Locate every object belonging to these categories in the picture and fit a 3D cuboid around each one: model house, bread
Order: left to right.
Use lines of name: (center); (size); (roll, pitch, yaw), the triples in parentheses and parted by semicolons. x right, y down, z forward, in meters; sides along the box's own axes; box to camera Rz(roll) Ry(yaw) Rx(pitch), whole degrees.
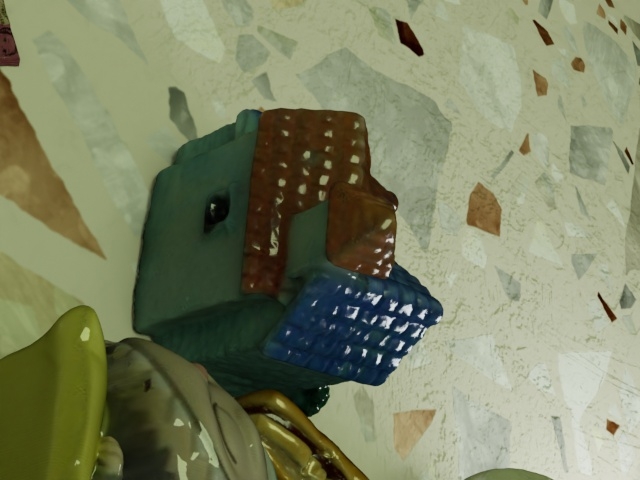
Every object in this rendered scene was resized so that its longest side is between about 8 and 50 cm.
bread: (-0.033, 0.243, 0.920); (0.200, 0.116, 0.077); (48, 47, -18)
model house: (0.000, 0.000, 0.912); (0.251, 0.329, 0.295); (22, 59, -33)

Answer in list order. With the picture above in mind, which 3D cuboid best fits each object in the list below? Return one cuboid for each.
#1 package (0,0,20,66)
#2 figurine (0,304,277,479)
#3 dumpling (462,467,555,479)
package: (-0.334, -0.215, 0.893); (0.059, 0.029, 0.083); (-19, 97, -55)
figurine: (-0.122, 0.280, 0.714); (0.377, 0.266, 0.361); (28, 60, -34)
dumpling: (0.189, 0.372, 0.976); (0.315, 0.395, 0.233); (18, 97, 0)
